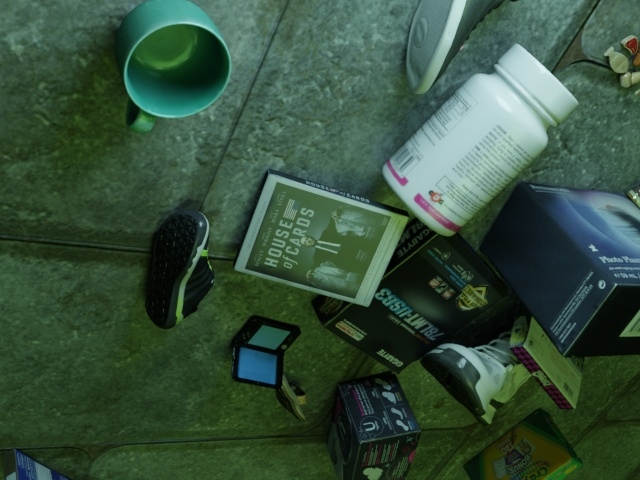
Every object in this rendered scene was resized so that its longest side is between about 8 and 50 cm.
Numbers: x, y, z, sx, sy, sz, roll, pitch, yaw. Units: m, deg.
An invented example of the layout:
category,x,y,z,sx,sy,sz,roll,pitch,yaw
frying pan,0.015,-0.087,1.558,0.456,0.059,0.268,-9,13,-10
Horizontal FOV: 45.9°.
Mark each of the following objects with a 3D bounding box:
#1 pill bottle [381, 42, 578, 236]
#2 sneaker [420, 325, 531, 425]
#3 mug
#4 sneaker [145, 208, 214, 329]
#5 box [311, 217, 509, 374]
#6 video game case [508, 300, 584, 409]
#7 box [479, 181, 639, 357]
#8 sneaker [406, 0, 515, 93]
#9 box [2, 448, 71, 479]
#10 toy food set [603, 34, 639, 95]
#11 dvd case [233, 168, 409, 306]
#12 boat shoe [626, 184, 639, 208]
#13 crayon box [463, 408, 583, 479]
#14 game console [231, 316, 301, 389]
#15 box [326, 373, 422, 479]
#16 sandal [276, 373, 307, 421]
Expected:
category,x,y,z,sx,sy,sz,roll,pitch,yaw
pill bottle,0.246,-0.154,1.172,0.283,0.160,0.160,-45,135,18
sneaker,0.369,0.235,1.601,0.257,0.169,0.447,-47,154,-3
mug,-0.196,-0.223,0.924,0.158,0.097,0.129,-29,138,1
sneaker,-0.212,0.040,1.203,0.097,0.084,0.234,-19,144,-47
box,0.180,0.110,1.461,0.293,0.073,0.295,-40,136,11
video game case,0.480,0.202,1.573,0.042,0.210,0.232,-14,130,42
box,0.513,0.049,1.407,0.297,0.294,0.182,3,127,-30
sneaker,0.225,-0.326,1.035,0.147,0.104,0.295,5,124,-25
box,-0.508,0.496,1.423,0.037,0.136,0.225,-32,137,2
toy food set,0.532,-0.305,1.282,0.078,0.019,0.122,-40,128,12
dvd case,0.000,0.000,1.215,0.239,0.029,0.179,16,114,-14
boat shoe,0.689,-0.074,1.556,0.152,0.056,0.049,22,123,-40
crayon box,0.550,0.614,2.064,0.278,0.165,0.081,-43,136,15
game console,-0.099,0.211,1.410,0.122,0.071,0.107,20,119,-40
box,0.108,0.439,1.670,0.142,0.163,0.247,-7,133,-17
sandal,-0.058,0.312,1.543,0.049,0.072,0.180,-39,137,-21
